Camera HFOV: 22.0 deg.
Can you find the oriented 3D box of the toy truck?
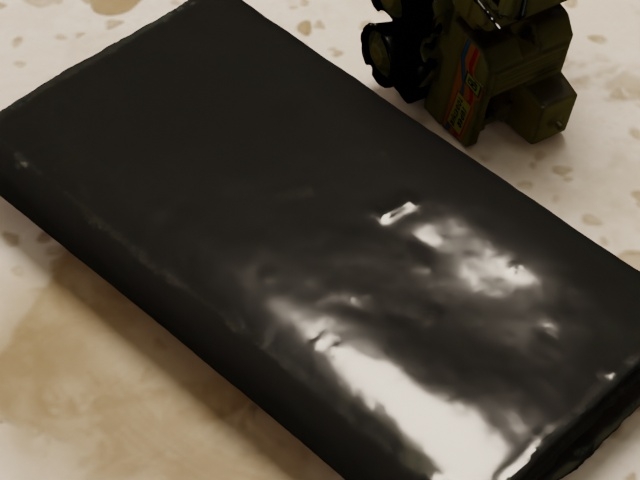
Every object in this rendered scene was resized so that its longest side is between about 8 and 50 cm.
[{"bbox_3d":[0.114,-0.172,1.014,0.127,0.257,0.127,-23,57,-21],"label":"toy truck"}]

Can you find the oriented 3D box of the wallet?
[{"bbox_3d":[0.000,0.001,0.991,0.406,0.062,0.228,37,58,27],"label":"wallet"}]
